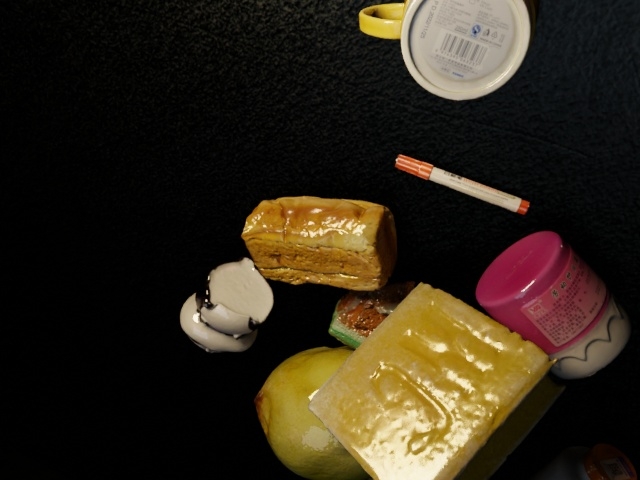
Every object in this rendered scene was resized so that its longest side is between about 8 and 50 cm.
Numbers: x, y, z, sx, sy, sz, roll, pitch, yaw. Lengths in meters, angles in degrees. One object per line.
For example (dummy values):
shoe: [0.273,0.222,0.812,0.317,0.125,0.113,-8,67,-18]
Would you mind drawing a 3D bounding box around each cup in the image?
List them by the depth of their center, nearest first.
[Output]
cup: [0.164,-0.288,0.711,0.240,0.226,0.186,2,124,15]

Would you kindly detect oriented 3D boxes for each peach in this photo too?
peach: [0.033,0.375,1.190,0.314,0.315,0.282,-2,81,54]

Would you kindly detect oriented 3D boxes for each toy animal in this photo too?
toy animal: [-0.222,0.170,1.270,0.187,0.165,0.235,25,130,-15]

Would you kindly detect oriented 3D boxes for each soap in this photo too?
soap: [0.187,0.268,0.932,0.293,0.335,0.156,36,166,44]

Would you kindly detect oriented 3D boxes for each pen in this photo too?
pen: [0.242,-0.097,0.941,0.238,0.028,0.028,22,130,10]

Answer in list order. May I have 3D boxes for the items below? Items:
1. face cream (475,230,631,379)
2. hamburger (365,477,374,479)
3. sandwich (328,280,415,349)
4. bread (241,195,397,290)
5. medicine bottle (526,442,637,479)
face cream: [0.390,0.108,0.919,0.195,0.175,0.175,44,130,-7]
hamburger: [0.180,0.586,1.320,0.304,0.174,0.284,-15,151,30]
sandwich: [0.107,0.154,1.137,0.184,0.109,0.160,14,130,16]
bread: [0.000,0.000,1.062,0.294,0.132,0.167,1,124,24]
medicine bottle: [0.545,0.549,1.174,0.156,0.157,0.289,27,131,6]
